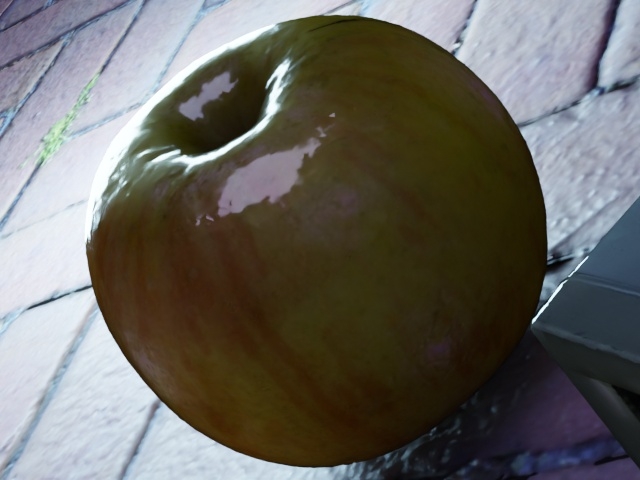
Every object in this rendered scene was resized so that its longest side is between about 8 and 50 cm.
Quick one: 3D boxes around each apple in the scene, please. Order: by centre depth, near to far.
[{"bbox_3d":[0.000,0.000,0.895,0.286,0.233,0.286,-27,30,17],"label":"apple"}]

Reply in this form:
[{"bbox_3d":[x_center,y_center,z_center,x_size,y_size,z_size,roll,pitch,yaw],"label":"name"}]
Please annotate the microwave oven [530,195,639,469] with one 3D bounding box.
[{"bbox_3d":[0.297,0.040,0.449,0.286,0.218,0.355,-46,26,-15],"label":"microwave oven"}]
